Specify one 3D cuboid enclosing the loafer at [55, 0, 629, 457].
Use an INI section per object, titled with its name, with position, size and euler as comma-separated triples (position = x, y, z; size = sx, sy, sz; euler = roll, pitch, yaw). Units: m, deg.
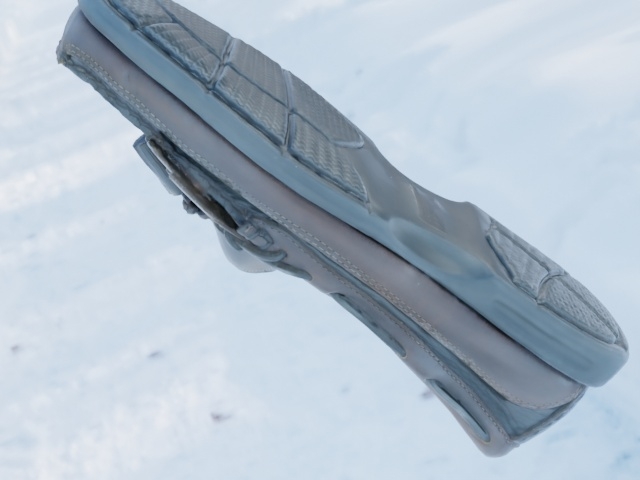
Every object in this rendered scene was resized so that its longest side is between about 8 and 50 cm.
[loafer]
position = 0.000, 0.000, 0.562
size = 0.084, 0.267, 0.096
euler = -52, 12, 20
